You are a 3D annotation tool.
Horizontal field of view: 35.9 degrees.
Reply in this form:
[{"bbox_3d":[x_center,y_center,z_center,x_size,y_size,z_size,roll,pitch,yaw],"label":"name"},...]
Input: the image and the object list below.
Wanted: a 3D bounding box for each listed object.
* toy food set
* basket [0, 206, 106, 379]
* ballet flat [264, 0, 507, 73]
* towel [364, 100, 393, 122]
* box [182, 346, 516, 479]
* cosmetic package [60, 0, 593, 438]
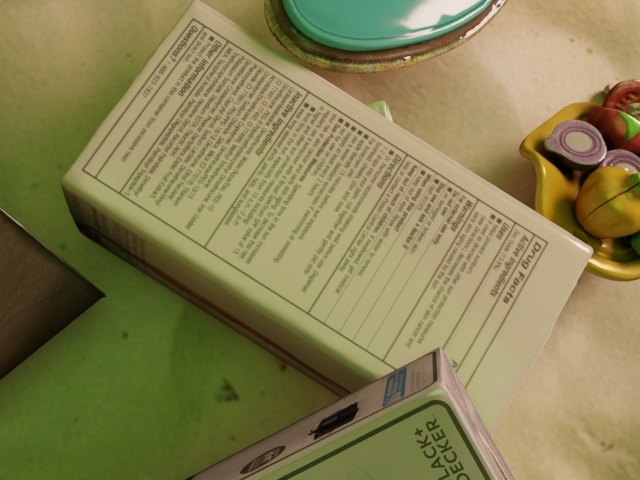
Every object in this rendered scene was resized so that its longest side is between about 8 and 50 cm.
[{"bbox_3d":[0.229,-0.062,0.700,0.128,0.071,0.218,48,46,6],"label":"toy food set"},{"bbox_3d":[-0.283,0.055,0.602,0.204,0.154,0.227,42,80,-15],"label":"basket"},{"bbox_3d":[0.091,-0.204,0.715,0.348,0.123,0.123,-41,88,-25],"label":"ballet flat"},{"bbox_3d":[0.018,-0.023,0.729,0.113,0.023,0.152,-13,81,-12],"label":"towel"},{"bbox_3d":[-0.021,0.201,0.544,0.290,0.087,0.169,-30,94,8],"label":"box"},{"bbox_3d":[0.000,0.000,0.646,0.296,0.129,0.153,34,74,2],"label":"cosmetic package"}]
